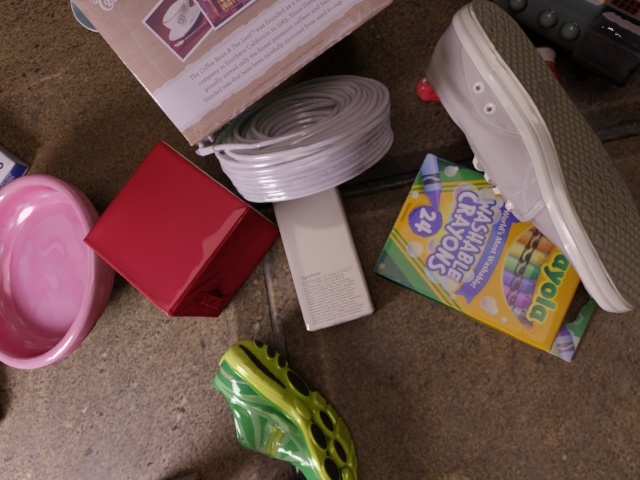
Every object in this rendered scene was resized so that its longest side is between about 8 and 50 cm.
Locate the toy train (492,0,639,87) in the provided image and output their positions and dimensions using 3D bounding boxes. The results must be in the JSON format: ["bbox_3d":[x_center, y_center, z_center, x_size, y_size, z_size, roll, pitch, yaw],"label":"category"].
[{"bbox_3d":[0.391,-0.376,0.696,0.334,0.142,0.190,39,73,14],"label":"toy train"}]

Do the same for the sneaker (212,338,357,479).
[{"bbox_3d":[-0.055,0.291,0.736,0.295,0.109,0.123,48,116,12],"label":"sneaker"}]

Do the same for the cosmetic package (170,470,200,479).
[{"bbox_3d":[-0.264,0.415,0.674,0.099,0.239,0.060,-18,79,8],"label":"cosmetic package"}]

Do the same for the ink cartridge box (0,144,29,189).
[{"bbox_3d":[-0.736,-0.120,0.943,0.224,0.045,0.223,33,89,14],"label":"ink cartridge box"}]

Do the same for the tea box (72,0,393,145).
[{"bbox_3d":[-0.124,-0.350,0.690,0.329,0.323,0.220,-34,116,5],"label":"tea box"}]

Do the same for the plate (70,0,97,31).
[{"bbox_3d":[-0.418,-0.504,0.949,0.188,0.024,0.188,-2,81,10],"label":"plate"}]

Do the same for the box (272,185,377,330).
[{"bbox_3d":[0.000,0.000,0.759,0.113,0.094,0.275,-16,79,8],"label":"box"}]

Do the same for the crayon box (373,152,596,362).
[{"bbox_3d":[0.270,0.025,0.709,0.323,0.083,0.203,24,87,13],"label":"crayon box"}]

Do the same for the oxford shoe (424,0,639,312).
[{"bbox_3d":[0.284,-0.110,0.634,0.130,0.169,0.449,-39,74,49],"label":"oxford shoe"}]

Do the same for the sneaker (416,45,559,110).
[{"bbox_3d":[0.271,-0.225,0.744,0.221,0.087,0.128,-10,79,11],"label":"sneaker"}]

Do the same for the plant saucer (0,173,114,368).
[{"bbox_3d":[-0.485,0.052,0.824,0.332,0.084,0.332,-2,85,24],"label":"plant saucer"}]

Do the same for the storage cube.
[{"bbox_3d":[-0.207,-0.008,0.755,0.215,0.183,0.193,35,88,14],"label":"storage cube"}]

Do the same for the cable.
[{"bbox_3d":[-0.022,-0.151,0.675,0.257,0.089,0.257,21,52,43],"label":"cable"}]
